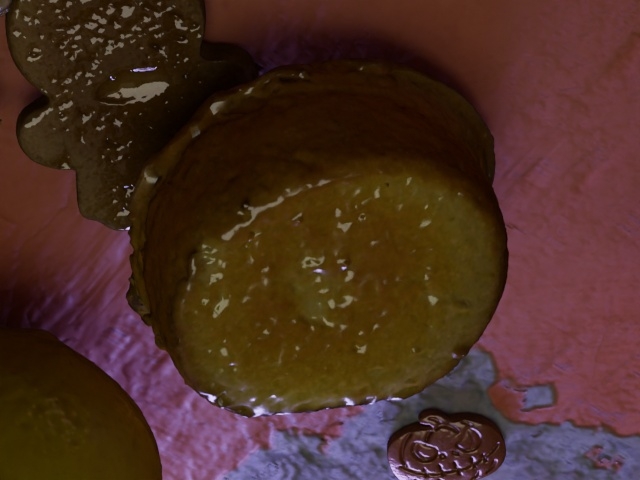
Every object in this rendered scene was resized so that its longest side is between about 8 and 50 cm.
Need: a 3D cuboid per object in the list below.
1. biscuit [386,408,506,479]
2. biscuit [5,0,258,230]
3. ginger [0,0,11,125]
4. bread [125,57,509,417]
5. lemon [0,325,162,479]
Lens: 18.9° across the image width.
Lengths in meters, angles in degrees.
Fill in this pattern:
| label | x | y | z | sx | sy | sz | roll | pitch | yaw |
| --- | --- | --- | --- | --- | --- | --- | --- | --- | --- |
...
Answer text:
| label | x | y | z | sx | sy | sz | roll | pitch | yaw |
| --- | --- | --- | --- | --- | --- | --- | --- | --- | --- |
| biscuit | 0.096 | 0.161 | 1.481 | 0.091 | 0.015 | 0.078 | -17 | 126 | 13 |
| biscuit | -0.128 | -0.110 | 1.255 | 0.166 | 0.036 | 0.225 | -18 | 126 | 5 |
| ginger | -0.260 | -0.136 | 1.225 | 0.193 | 0.052 | 0.176 | -29 | 111 | 38 |
| bread | 0.000 | 0.000 | 1.255 | 0.268 | 0.145 | 0.268 | -10 | 129 | -13 |
| lemon | -0.245 | 0.170 | 1.356 | 0.288 | 0.233 | 0.233 | 13 | 127 | -8 |
